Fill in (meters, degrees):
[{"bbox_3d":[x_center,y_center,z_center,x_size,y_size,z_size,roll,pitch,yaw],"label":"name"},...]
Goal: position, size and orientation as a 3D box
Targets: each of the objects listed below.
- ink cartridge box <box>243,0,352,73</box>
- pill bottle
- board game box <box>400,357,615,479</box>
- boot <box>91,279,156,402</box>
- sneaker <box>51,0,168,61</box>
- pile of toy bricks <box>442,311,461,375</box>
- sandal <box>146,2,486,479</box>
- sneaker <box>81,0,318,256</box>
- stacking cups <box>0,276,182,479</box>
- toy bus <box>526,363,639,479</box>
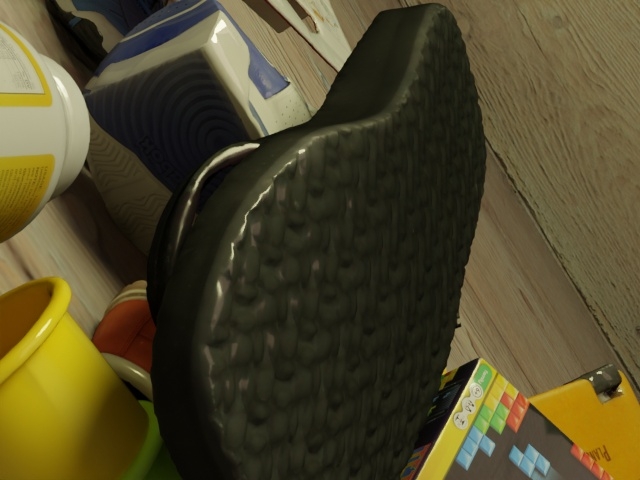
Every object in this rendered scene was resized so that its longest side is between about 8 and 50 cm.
[{"bbox_3d":[-0.067,-0.220,0.858,0.275,0.060,0.239,32,33,-62],"label":"ink cartridge box"},{"bbox_3d":[-0.163,-0.042,0.459,0.103,0.103,0.184,60,15,3],"label":"pill bottle"},{"bbox_3d":[0.083,0.167,0.583,0.141,0.048,0.170,41,52,-8],"label":"board game box"},{"bbox_3d":[-0.062,0.101,0.606,0.158,0.059,0.084,47,21,-11],"label":"boot"},{"bbox_3d":[-0.140,-0.196,0.852,0.080,0.081,0.211,49,20,-37],"label":"sneaker"},{"bbox_3d":[0.035,0.064,0.921,0.105,0.118,0.212,4,70,-38],"label":"pile of toy bricks"},{"bbox_3d":[0.001,0.002,0.595,0.446,0.107,0.167,-55,133,-62],"label":"sandal"},{"bbox_3d":[-0.018,-0.038,0.773,0.315,0.127,0.182,56,36,-34],"label":"sneaker"},{"bbox_3d":[-0.044,0.164,0.469,0.316,0.096,0.096,55,16,-17],"label":"stacking cups"},{"bbox_3d":[0.120,0.166,0.764,0.332,0.130,0.108,-3,65,-58],"label":"toy bus"}]
